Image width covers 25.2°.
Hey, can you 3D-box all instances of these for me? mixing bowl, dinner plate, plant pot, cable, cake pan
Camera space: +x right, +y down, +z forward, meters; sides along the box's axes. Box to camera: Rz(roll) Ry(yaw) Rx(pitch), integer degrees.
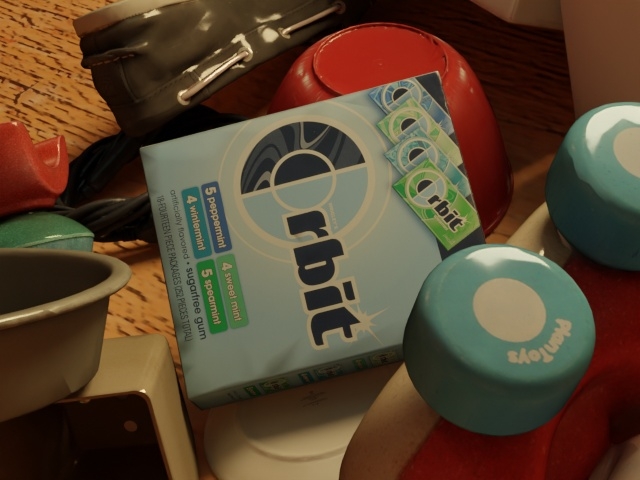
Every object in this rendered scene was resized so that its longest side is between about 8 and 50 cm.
[{"bbox_3d":[0.039,-0.078,0.939,0.181,0.098,0.181,-2,43,2],"label":"mixing bowl"},{"bbox_3d":[-0.001,0.096,0.824,0.141,0.017,0.141,-11,35,8],"label":"dinner plate"},{"bbox_3d":[-0.121,0.108,0.785,0.109,0.109,0.096,-7,25,13],"label":"plant pot"},{"bbox_3d":[-0.128,-0.050,1.038,0.184,0.047,0.150,-14,36,4],"label":"cable"},{"bbox_3d":[-0.239,0.051,0.712,0.293,0.054,0.293,-4,8,1],"label":"cake pan"}]

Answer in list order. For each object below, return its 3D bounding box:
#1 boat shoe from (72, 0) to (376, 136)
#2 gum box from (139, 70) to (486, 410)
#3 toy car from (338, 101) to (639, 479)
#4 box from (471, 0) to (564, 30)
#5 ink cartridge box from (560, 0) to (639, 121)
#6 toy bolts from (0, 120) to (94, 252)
[{"bbox_3d":[-0.046,-0.166,1.118,0.335,0.095,0.112,-24,12,-41],"label":"boat shoe"},{"bbox_3d":[0.000,0.000,0.833,0.184,0.041,0.157,-15,71,4],"label":"gum box"},{"bbox_3d":[0.151,0.107,0.645,0.238,0.219,0.210,37,55,14],"label":"toy car"},{"bbox_3d":[0.149,-0.281,1.066,0.215,0.168,0.345,3,25,-32],"label":"box"},{"bbox_3d":[0.312,-0.154,0.880,0.270,0.198,0.197,-27,38,-16],"label":"ink cartridge box"},{"bbox_3d":[-0.243,0.034,0.942,0.228,0.158,0.218,-17,-6,15],"label":"toy bolts"}]
